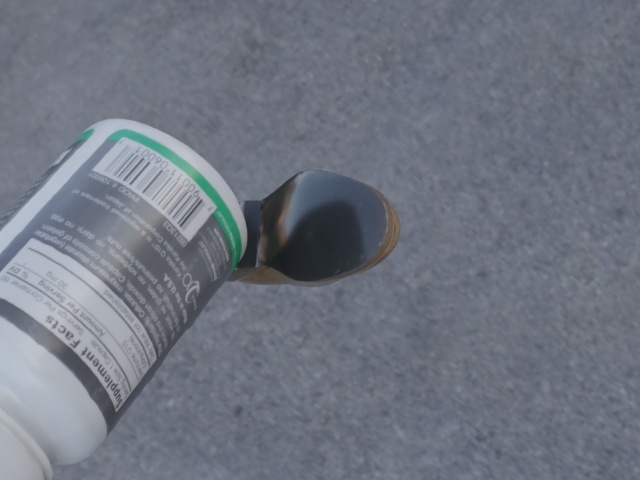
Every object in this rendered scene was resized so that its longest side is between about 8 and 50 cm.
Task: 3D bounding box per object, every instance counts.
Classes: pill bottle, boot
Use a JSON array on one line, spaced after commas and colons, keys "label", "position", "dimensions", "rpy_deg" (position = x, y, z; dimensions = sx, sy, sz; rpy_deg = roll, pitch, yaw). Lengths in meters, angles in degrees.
[{"label": "pill bottle", "position": [-0.241, 0.073, 1.034], "dimensions": [0.204, 0.204, 0.361], "rpy_deg": [3, 45, 41]}, {"label": "boot", "position": [0.000, 0.000, 1.159], "dimensions": [0.305, 0.115, 0.112], "rpy_deg": [-8, 69, 56]}]
